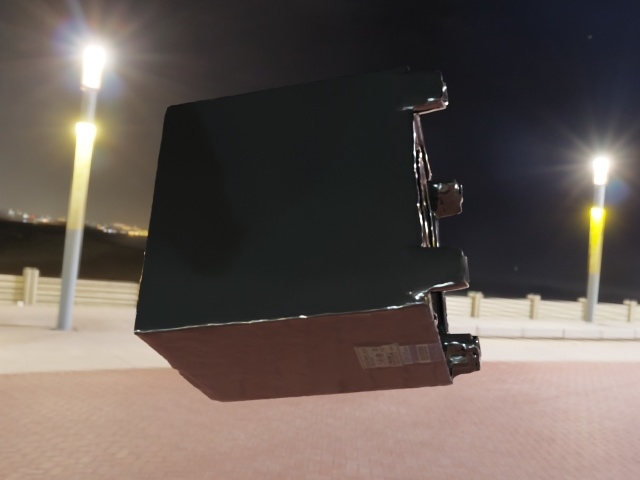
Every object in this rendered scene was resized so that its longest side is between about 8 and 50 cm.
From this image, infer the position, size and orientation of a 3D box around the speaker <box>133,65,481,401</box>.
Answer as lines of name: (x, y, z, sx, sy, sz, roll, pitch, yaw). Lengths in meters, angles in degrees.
speaker: (0.000, 0.000, 0.600, 0.254, 0.232, 0.184, -7, -31, 12)
